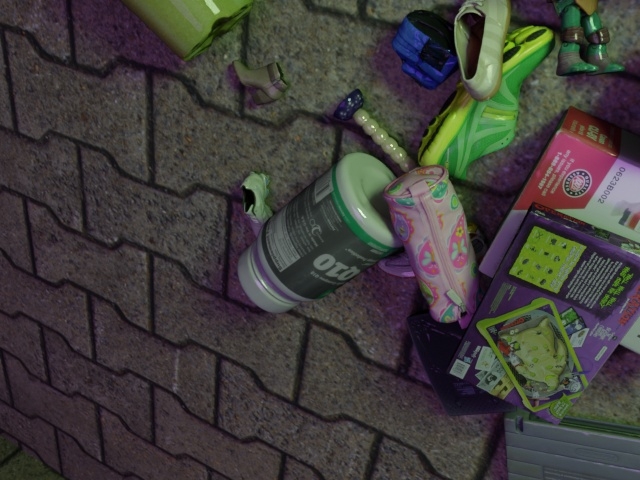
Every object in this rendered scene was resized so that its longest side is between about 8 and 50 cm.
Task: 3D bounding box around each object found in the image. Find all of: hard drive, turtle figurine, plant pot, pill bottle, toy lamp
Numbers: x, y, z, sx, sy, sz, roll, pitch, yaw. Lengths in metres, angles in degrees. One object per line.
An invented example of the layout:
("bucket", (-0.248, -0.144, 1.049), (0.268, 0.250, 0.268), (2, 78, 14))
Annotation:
("hard drive", (0.302, 0.251, 1.166), (0.171, 0.054, 0.255), (-18, 103, 34))
("turtle figurine", (0.389, -0.361, 0.793), (0.175, 0.118, 0.234), (-8, 101, -12))
("plant pot", (-0.271, -0.491, 1.023), (0.276, 0.276, 0.254), (-27, 110, 35))
("pill bottle", (0.000, 0.000, 1.121), (0.361, 0.204, 0.204), (-36, 93, 37))
("toy lamp", (0.142, -0.165, 1.042), (0.274, 0.080, 0.080), (44, 126, 4))

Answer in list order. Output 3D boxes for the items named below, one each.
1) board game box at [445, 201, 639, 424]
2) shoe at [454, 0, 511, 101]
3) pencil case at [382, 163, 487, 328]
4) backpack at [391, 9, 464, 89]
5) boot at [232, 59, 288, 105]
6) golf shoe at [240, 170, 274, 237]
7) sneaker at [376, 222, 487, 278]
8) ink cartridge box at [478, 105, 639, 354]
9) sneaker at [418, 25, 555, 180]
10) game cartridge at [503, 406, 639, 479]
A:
("board game box", (0.360, 0.128, 0.876), (0.208, 0.056, 0.347), (27, 124, 15))
("shoe", (0.248, -0.327, 0.852), (0.076, 0.058, 0.219), (-13, 68, 49))
("pencil case", (0.207, 0.013, 0.959), (0.124, 0.124, 0.284), (-9, 116, 32))
("backpack", (0.180, -0.325, 0.932), (0.120, 0.098, 0.101), (40, 130, 5))
("boot", (-0.120, -0.340, 1.130), (0.087, 0.042, 0.119), (-28, 98, 29))
("golf shoe", (-0.150, -0.064, 1.247), (0.069, 0.086, 0.176), (2, 115, 26))
("sneaker", (0.216, 0.016, 1.091), (0.225, 0.088, 0.093), (-11, 103, 23))
("ink cartridge box", (0.498, 0.004, 0.874), (0.384, 0.160, 0.279), (29, 124, 14))
("sneaker", (0.287, -0.227, 0.933), (0.123, 0.109, 0.296), (26, 123, -19))
("game cartridge", (0.565, 0.468, 1.124), (0.354, 0.068, 0.230), (2, 117, 28))
